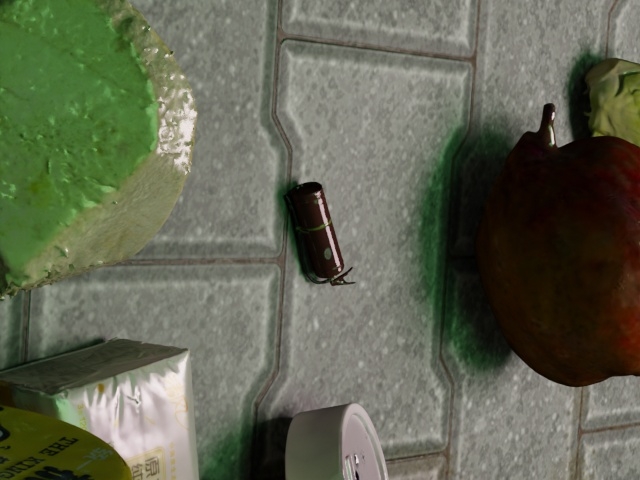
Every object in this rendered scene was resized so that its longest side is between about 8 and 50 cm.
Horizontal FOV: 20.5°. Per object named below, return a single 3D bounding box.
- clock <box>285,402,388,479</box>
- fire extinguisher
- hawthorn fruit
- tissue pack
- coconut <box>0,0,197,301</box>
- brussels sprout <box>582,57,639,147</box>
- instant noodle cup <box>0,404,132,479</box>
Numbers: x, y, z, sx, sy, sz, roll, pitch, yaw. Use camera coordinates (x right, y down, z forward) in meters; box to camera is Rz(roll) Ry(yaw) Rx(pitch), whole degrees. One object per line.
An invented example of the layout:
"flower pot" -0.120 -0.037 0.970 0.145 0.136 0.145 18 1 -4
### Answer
"clock" 0.023 0.284 1.977 0.197 0.068 0.196 -11 90 -75
"fire extinguisher" 0.000 0.000 2.001 0.056 0.039 0.132 -20 115 -10
"hawthorn fruit" 0.342 0.025 2.208 0.325 0.308 0.308 30 72 -36
"tissue pack" -0.218 0.226 1.718 0.185 0.124 0.225 -16 107 -48
"coconut" -0.262 -0.098 1.508 0.298 0.309 0.297 -1 95 -11
"brussels sprout" 0.437 -0.166 2.408 0.131 0.146 0.183 -72 152 -54
"instant noodle cup" -0.331 0.298 1.480 0.326 0.326 0.254 -8 110 -48
